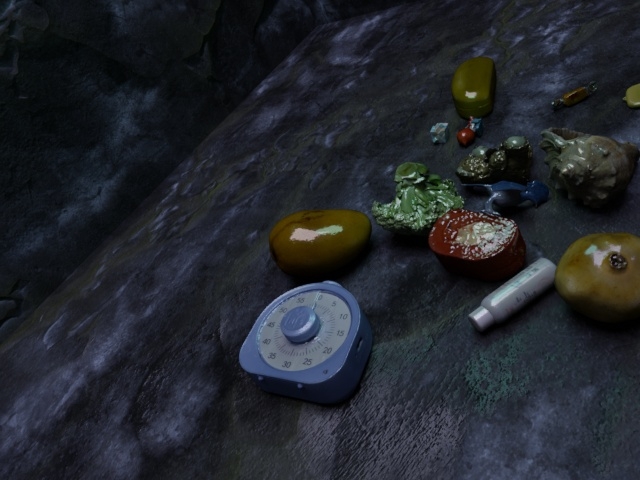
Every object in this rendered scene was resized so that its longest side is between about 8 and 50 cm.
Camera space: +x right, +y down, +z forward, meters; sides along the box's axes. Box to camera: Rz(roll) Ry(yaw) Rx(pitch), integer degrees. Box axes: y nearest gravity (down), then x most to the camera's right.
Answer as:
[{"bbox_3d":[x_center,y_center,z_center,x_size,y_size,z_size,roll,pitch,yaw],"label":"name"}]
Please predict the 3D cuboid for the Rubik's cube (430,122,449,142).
[{"bbox_3d":[0.497,-0.456,2.019,0.073,0.084,0.075,5,32,32],"label":"Rubik's cube"}]

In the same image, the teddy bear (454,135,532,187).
[{"bbox_3d":[0.598,-0.263,1.667,0.256,0.156,0.267,-5,4,28],"label":"teddy bear"}]

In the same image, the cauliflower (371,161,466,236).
[{"bbox_3d":[0.327,-0.140,1.614,0.273,0.250,0.275,3,27,42],"label":"cauliflower"}]

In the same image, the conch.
[{"bbox_3d":[0.807,-0.231,1.462,0.353,0.209,0.297,-1,37,-40],"label":"conch"}]

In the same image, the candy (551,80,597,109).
[{"bbox_3d":[0.967,-0.550,1.840,0.182,0.053,0.046,-24,25,7],"label":"candy"}]

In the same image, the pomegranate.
[{"bbox_3d":[0.689,0.086,1.153,0.233,0.233,0.233,-18,38,15],"label":"pomegranate"}]

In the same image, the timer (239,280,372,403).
[{"bbox_3d":[-0.032,0.276,1.440,0.396,0.173,0.394,-19,38,16],"label":"timer"}]

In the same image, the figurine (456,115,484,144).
[{"bbox_3d":[0.604,-0.435,1.938,0.075,0.068,0.140,21,66,42],"label":"figurine"}]

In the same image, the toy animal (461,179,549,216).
[{"bbox_3d":[0.590,-0.155,1.555,0.176,0.256,0.239,-58,-1,1],"label":"toy animal"}]

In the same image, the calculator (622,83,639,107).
[{"bbox_3d":[1.191,-0.521,1.673,0.237,0.033,0.157,-6,44,31],"label":"calculator"}]

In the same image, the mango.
[{"bbox_3d":[0.000,0.000,1.707,0.379,0.221,0.263,-16,35,4],"label":"mango"}]

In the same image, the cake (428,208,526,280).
[{"bbox_3d":[0.462,0.017,1.440,0.283,0.151,0.176,20,73,45],"label":"cake"}]

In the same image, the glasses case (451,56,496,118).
[{"bbox_3d":[0.672,-0.686,2.118,0.174,0.141,0.371,-5,43,30],"label":"glasses case"}]

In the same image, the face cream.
[{"bbox_3d":[0.519,0.152,1.297,0.269,0.082,0.082,-35,37,-5],"label":"face cream"}]
